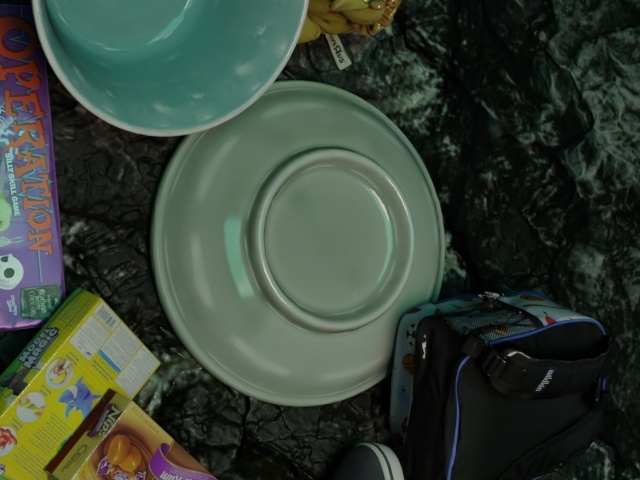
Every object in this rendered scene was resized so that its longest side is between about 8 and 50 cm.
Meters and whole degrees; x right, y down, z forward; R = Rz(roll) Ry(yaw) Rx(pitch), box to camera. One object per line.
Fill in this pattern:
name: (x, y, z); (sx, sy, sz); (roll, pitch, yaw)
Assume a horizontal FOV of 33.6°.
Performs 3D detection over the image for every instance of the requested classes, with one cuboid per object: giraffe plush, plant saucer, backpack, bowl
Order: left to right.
bowl: (-0.180, -0.281, 1.123); (0.311, 0.163, 0.312); (-14, 118, -29)
plant saucer: (0.000, 0.000, 1.266); (0.400, 0.100, 0.401); (2, 85, -27)
giraffe plush: (0.021, -0.299, 1.241); (0.210, 0.170, 0.181); (47, 68, -24)
backpack: (0.221, 0.183, 1.293); (0.263, 0.213, 0.277); (-8, 119, -28)

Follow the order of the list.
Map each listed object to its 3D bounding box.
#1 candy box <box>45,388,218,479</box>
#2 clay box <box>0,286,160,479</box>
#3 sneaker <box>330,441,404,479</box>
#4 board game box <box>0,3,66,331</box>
candy box: (-0.195, 0.259, 1.144); (0.109, 0.053, 0.187); (-52, 128, -20)
clay box: (-0.281, 0.174, 1.112); (0.222, 0.053, 0.127); (-51, 135, -20)
sneaker: (0.006, 0.390, 1.230); (0.127, 0.126, 0.321); (16, 81, -31)
board game box: (-0.383, -0.073, 1.104); (0.208, 0.056, 0.347); (-5, 89, -31)
